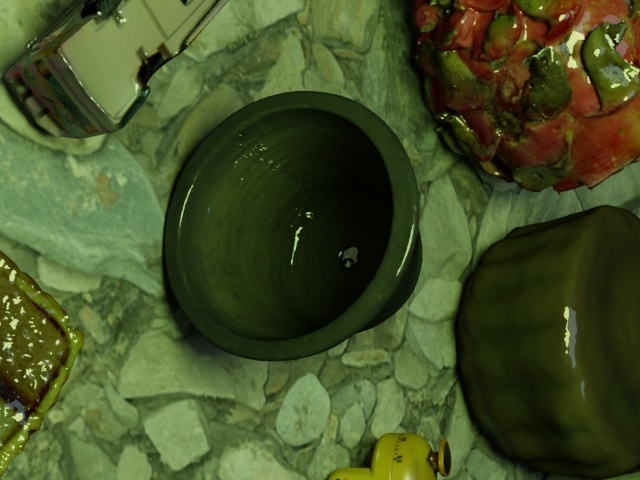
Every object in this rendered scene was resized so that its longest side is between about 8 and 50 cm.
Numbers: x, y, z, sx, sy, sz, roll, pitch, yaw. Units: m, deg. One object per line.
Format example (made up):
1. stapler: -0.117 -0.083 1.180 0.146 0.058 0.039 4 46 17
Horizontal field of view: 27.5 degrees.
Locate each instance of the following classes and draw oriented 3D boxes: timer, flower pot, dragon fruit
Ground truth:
1. timer: 0.067 0.237 1.252 0.107 0.109 0.107 -1 90 -75
2. flower pot: 0.000 0.000 1.143 0.148 0.235 0.235 28 63 -61
3. dragon fruit: 0.228 -0.210 1.371 0.291 0.250 0.269 48 46 -10

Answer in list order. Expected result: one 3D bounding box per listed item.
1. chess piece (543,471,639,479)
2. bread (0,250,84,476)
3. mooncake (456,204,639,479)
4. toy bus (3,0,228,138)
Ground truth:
1. chess piece: 0.417 0.314 1.406 0.182 0.330 0.182 7 80 -44
2. bread: -0.284 0.072 0.905 0.222 0.096 0.181 48 54 -32
3. mooncake: 0.282 0.114 1.422 0.290 0.161 0.290 11 74 -45
4. toy bus: -0.141 -0.200 1.079 0.090 0.112 0.274 54 51 -25
